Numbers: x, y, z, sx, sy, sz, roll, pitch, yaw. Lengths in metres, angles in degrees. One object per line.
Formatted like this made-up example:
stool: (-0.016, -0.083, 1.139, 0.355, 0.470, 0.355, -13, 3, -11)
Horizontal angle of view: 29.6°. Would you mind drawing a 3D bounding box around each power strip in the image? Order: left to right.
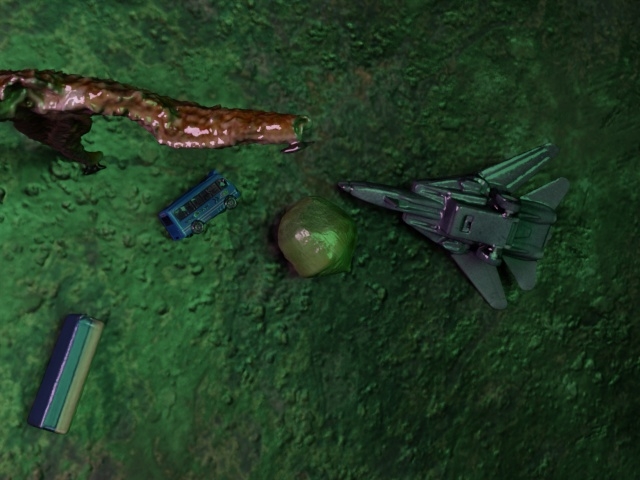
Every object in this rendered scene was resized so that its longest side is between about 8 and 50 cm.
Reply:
power strip: (-0.252, 0.131, 1.209, 0.032, 0.056, 0.123, 23, 76, -24)

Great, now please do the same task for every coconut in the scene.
coconut: (0.000, 0.000, 1.328, 0.096, 0.088, 0.088, 43, 70, -11)

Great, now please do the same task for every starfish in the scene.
starfish: (-0.266, -0.078, 1.037, 0.398, 0.384, 0.132, -15, 95, -25)

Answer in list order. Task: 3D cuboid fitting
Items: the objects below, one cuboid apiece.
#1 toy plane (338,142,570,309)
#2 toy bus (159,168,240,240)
toy plane: (0.151, -0.032, 1.399, 0.267, 0.088, 0.212, 11, 105, -23)
toy bus: (-0.129, -0.037, 1.292, 0.083, 0.038, 0.046, -39, 100, -24)
